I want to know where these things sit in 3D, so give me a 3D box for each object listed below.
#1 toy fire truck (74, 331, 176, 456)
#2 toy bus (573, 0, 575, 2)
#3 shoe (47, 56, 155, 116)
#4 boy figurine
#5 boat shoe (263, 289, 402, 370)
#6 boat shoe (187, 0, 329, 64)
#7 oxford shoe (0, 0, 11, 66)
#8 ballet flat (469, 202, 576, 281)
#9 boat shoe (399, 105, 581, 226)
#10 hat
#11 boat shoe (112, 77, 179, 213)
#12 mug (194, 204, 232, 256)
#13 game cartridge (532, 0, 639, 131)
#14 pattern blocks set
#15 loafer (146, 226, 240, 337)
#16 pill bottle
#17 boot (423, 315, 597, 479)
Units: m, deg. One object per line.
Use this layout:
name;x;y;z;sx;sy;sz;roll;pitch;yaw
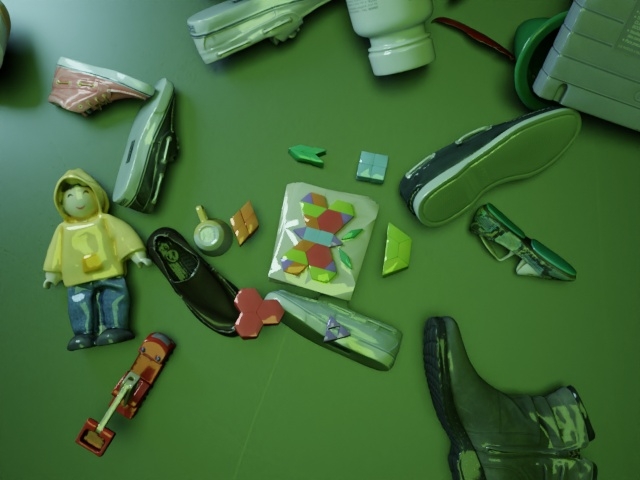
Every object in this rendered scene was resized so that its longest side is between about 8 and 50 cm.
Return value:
toy fire truck;-0.296;0.231;1.500;0.047;0.135;0.192;31;88;2
toy bus;0.571;-0.402;1.517;0.333;0.130;0.108;3;131;1
shoe;-0.352;-0.233;1.556;0.178;0.063;0.081;18;91;16
boy figurine;-0.355;0.025;1.535;0.177;0.092;0.285;-6;89;8
boat shoe;0.023;0.125;1.539;0.227;0.079;0.081;27;68;3
boat shoe;-0.075;-0.356;1.555;0.267;0.096;0.088;-24;117;-12
oxford shoe;-0.690;-0.364;1.551;0.449;0.169;0.130;15;46;9
ballet flat;0.317;0.017;1.547;0.188;0.070;0.070;39;88;4
boat shoe;0.263;-0.136;1.529;0.302;0.091;0.114;-27;131;-6
hat;0.338;-0.326;1.576;0.173;0.183;0.208;-47;131;9
boat shoe;-0.267;-0.150;1.558;0.070;0.078;0.219;23;78;-30
mug;-0.180;-0.011;1.547;0.078;0.064;0.062;36;89;3
game cartridge;0.531;-0.272;1.478;0.355;0.068;0.230;17;112;-11
pattern blocks set;0.000;0.000;1.519;0.285;0.026;0.325;2;70;-1
loafer;-0.199;0.069;1.535;0.220;0.078;0.080;43;88;3
pill bottle;0.104;-0.381;1.511;0.131;0.131;0.229;-16;106;0
boot;0.294;0.256;1.514;0.223;0.118;0.338;-15;98;-3
